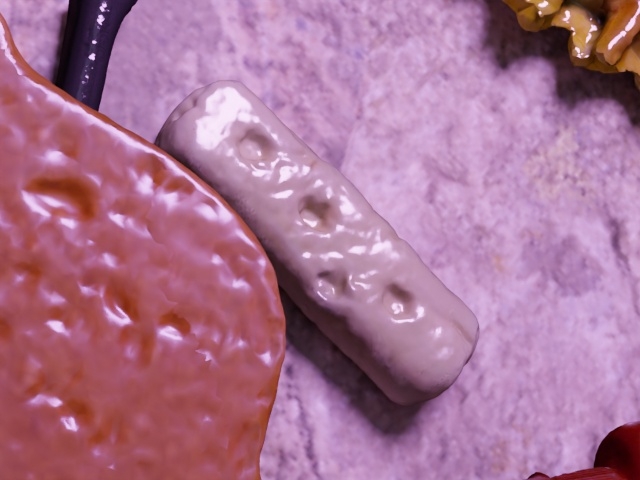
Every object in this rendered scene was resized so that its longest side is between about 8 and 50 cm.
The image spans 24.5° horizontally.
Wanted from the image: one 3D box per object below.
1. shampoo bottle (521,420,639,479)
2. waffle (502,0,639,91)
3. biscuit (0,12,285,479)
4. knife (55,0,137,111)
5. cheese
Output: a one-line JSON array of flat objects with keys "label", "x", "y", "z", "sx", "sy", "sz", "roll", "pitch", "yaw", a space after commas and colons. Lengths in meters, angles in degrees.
[{"label": "shampoo bottle", "x": 0.222, "y": 0.138, "z": 0.769, "sx": 0.260, "sy": 0.064, "sz": 0.102, "roll": -5, "pitch": 79, "yaw": -22}, {"label": "waffle", "x": 0.214, "y": -0.225, "z": 0.860, "sx": 0.307, "sy": 0.060, "sz": 0.311, "roll": 6, "pitch": 75, "yaw": -22}, {"label": "biscuit", "x": -0.191, "y": 0.109, "z": 0.607, "sx": 0.350, "sy": 0.078, "sz": 0.455, "roll": 8, "pitch": 76, "yaw": -18}, {"label": "knife", "x": -0.112, "y": -0.012, "z": 0.701, "sx": 0.060, "sy": 0.028, "sz": 0.230, "roll": 16, "pitch": 75, "yaw": -20}, {"label": "cheese", "x": 0.000, "y": 0.000, "z": 0.731, "sx": 0.194, "sy": 0.043, "sz": 0.065, "roll": 44, "pitch": 61, "yaw": -4}]
